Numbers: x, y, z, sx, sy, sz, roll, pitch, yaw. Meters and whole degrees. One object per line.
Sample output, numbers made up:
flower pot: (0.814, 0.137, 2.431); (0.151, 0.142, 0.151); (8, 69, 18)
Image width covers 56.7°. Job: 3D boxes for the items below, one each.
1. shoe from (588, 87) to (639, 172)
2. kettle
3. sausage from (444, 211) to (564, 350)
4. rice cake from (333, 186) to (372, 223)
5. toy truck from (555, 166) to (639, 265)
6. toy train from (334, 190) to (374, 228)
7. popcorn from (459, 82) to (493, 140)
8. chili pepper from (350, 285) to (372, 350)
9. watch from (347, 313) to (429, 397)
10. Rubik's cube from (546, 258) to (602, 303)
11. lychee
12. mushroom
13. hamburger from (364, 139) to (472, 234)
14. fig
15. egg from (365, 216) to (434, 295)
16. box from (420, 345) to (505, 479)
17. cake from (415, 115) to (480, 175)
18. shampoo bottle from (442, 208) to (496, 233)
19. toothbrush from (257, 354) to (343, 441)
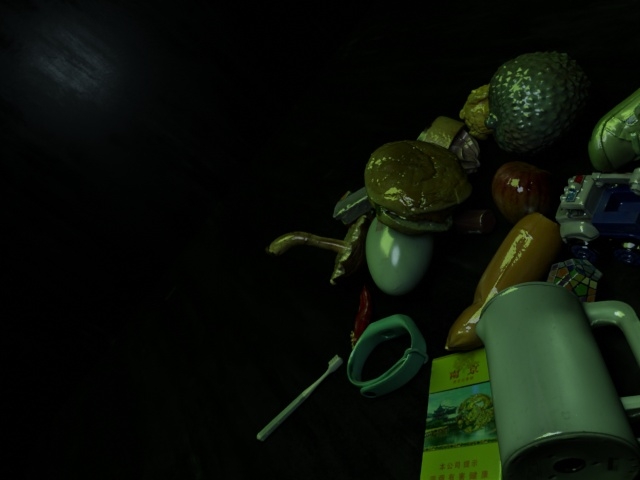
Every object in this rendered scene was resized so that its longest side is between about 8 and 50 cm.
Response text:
shoe: (0.680, -0.250, 1.242); (0.262, 0.140, 0.128); (-45, 21, 5)
kettle: (0.411, 0.233, 1.001); (0.265, 0.205, 0.318); (-38, 27, 30)
sausage: (0.391, 0.105, 1.275); (0.354, 0.116, 0.134); (-54, -4, -3)
rice cake: (0.216, -0.175, 1.884); (0.399, 0.064, 0.070); (-32, 35, 9)
toy truck: (0.560, -0.058, 1.153); (0.213, 0.177, 0.161); (4, 60, 58)
toy train: (0.114, -0.095, 2.016); (0.099, 0.072, 0.188); (-44, 28, 9)
popcorn: (0.488, -0.383, 1.722); (0.163, 0.140, 0.194); (-50, 24, -9)
chili pepper: (0.114, 0.232, 1.640); (0.050, 0.059, 0.268); (5, 47, 14)
watch: (0.164, 0.282, 1.471); (0.237, 0.068, 0.195); (-28, 36, 40)
Rubik's cube: (0.496, 0.088, 1.162); (0.111, 0.111, 0.093); (-89, 18, -51)
lychee: (0.538, -0.340, 1.482); (0.274, 0.255, 0.255); (-16, 30, -3)
mushroom: (0.018, 0.022, 1.796); (0.208, 0.302, 0.233); (-116, 35, -43)
hamburger: (0.252, -0.150, 1.539); (0.285, 0.266, 0.134); (-109, 21, -46)
fig: (0.483, -0.092, 1.379); (0.148, 0.202, 0.149); (-22, -2, -29)
egg: (0.211, 0.025, 1.591); (0.183, 0.183, 0.264); (-22, 49, 44)
box: (0.293, 0.371, 1.181); (0.187, 0.047, 0.335); (-27, 35, 41)
cake: (0.372, -0.239, 1.713); (0.207, 0.178, 0.185); (-58, -18, 22)
shampoo bottle: (0.360, -0.051, 1.586); (0.236, 0.068, 0.067); (4, 59, 57)
toothbrush: (-0.060, 0.445, 1.665); (0.342, 0.025, 0.030); (-47, 22, 9)
